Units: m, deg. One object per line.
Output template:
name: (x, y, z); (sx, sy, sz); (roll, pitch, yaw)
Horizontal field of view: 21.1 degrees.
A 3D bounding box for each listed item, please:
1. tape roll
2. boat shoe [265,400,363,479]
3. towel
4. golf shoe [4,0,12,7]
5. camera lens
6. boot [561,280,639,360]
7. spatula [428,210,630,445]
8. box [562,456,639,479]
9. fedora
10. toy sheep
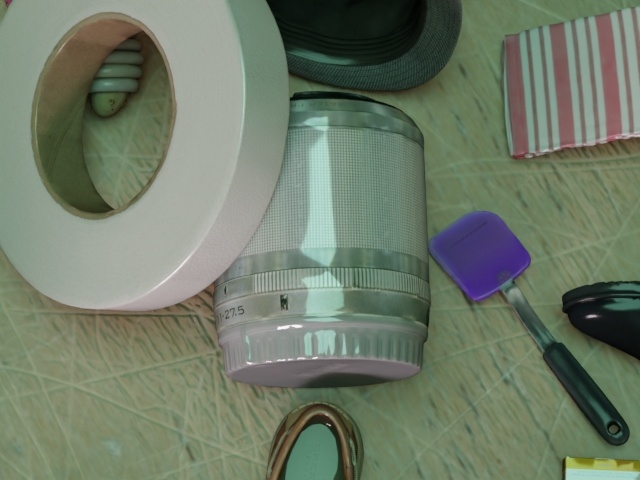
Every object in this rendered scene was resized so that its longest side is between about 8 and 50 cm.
tape roll: (-0.197, -0.123, 1.724); (0.392, 0.072, 0.392); (-5, 83, 39)
boat shoe: (-0.021, 0.316, 1.720); (0.123, 0.116, 0.324); (3, 77, 0)
towel: (0.290, -0.169, 1.841); (0.197, 0.029, 0.144); (-9, 74, 26)
golf shoe: (-0.324, -0.287, 1.897); (0.086, 0.067, 0.186); (-8, 88, 41)
camera lens: (0.000, 0.000, 1.743); (0.219, 0.219, 0.274); (-2, 77, -1)
boot: (0.369, 0.153, 1.771); (0.246, 0.094, 0.207); (6, 73, -5)
spatula: (0.230, 0.094, 1.818); (0.084, 0.030, 0.296); (-36, 80, -5)
box: (0.289, 0.293, 1.774); (0.081, 0.028, 0.136); (3, 79, 0)
fedora: (0.023, -0.288, 1.837); (0.275, 0.243, 0.124); (11, 48, 6)
toy sheep: (-0.233, -0.199, 1.858); (0.091, 0.091, 0.132); (-2, 95, -1)
